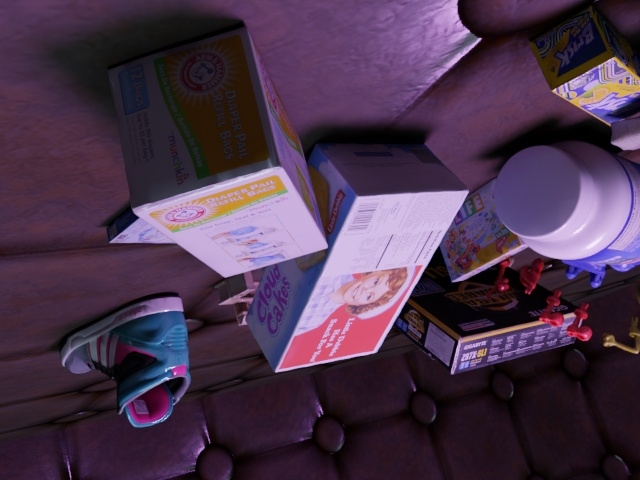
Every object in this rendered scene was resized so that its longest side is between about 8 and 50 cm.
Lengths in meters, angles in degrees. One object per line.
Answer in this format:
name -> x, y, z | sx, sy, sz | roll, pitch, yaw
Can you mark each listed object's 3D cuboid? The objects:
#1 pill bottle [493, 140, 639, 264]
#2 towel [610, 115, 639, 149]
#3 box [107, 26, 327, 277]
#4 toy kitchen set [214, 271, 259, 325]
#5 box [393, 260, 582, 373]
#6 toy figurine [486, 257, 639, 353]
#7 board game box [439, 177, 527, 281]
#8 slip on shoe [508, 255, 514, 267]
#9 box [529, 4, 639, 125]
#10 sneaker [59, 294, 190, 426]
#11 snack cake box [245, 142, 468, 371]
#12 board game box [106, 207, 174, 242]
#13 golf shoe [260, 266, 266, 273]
pill bottle -> 0.344, -0.047, 0.889 | 0.272, 0.152, 0.152 | 5, 154, -45
towel -> 0.494, -0.138, 0.647 | 0.312, 0.056, 0.324 | -14, -178, -39
box -> -0.070, -0.056, 0.536 | 0.103, 0.114, 0.203 | -16, 164, 5
toy kitchen set -> -0.108, 0.090, 1.072 | 0.075, 0.068, 0.083 | -29, 160, 37
box -> 0.284, 0.124, 1.272 | 0.322, 0.079, 0.257 | -5, -155, -32
toy figurine -> 0.449, 0.030, 1.093 | 0.191, 0.363, 0.217 | -52, 145, -23
board game box -> 0.232, -0.013, 0.991 | 0.026, 0.103, 0.154 | -6, 161, -31
slip on shoe -> 0.380, 0.062, 1.489 | 0.041, 0.051, 0.135 | -9, 155, -14
box -> 0.262, -0.156, 0.631 | 0.059, 0.054, 0.169 | -27, 161, 35
sneaker -> -0.312, 0.217, 1.100 | 0.296, 0.178, 0.124 | -28, 160, 36
snack cake box -> 0.033, 0.022, 0.760 | 0.152, 0.089, 0.264 | -5, 135, -35
board game box -> -0.167, -0.022, 0.727 | 0.090, 0.020, 0.090 | 3, 155, -47
golf shoe -> 0.000, 0.000, 0.846 | 0.176, 0.085, 0.069 | -23, 162, 18
